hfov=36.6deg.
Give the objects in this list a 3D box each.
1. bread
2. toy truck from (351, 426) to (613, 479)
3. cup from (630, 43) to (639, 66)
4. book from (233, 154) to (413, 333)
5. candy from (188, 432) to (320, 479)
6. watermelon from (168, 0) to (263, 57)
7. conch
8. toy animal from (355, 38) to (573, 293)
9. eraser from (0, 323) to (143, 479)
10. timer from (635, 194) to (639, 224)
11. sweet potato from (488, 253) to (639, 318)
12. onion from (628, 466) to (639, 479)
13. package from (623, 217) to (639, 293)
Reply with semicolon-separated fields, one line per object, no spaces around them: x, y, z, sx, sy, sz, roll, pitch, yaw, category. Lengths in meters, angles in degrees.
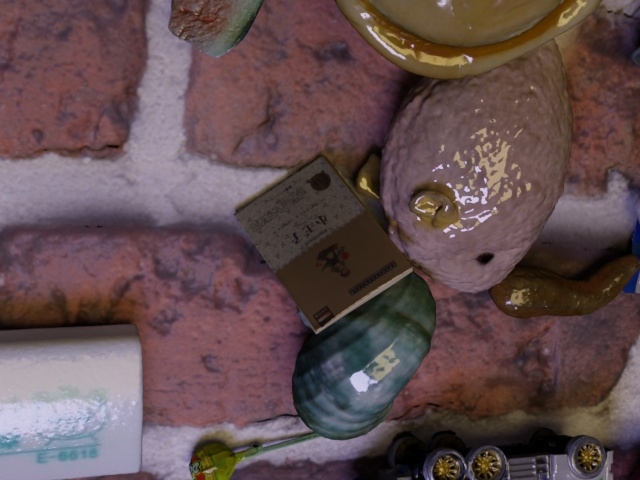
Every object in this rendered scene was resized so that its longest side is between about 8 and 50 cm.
0.138;-0.300;1.021;0.301;0.341;0.210;-10;133;-17;bread
0.223;0.353;1.339;0.368;0.146;0.175;-2;87;-17;toy truck
0.503;-0.299;1.230;0.199;0.199;0.149;7;87;-19;cup
0.000;0.000;1.160;0.139;0.198;0.016;-33;151;-6;book
-0.082;0.285;1.301;0.194;0.062;0.058;-11;66;-23;candy
-0.100;-0.287;1.090;0.094;0.081;0.180;38;78;-9;watermelon
0.044;0.115;1.208;0.195;0.220;0.277;-26;102;-34;conch
0.188;-0.103;1.175;0.227;0.188;0.358;7;105;-25;toy animal
-0.361;0.198;1.151;0.290;0.104;0.189;-2;105;-18;eraser
0.574;0.002;1.300;0.192;0.195;0.194;-28;110;-10;timer
0.340;0.069;1.346;0.233;0.062;0.081;-6;118;-15;sweet potato
0.619;0.425;1.447;0.359;0.345;0.358;0;113;0;onion
0.526;0.000;1.403;0.173;0.027;0.171;3;107;-19;package
